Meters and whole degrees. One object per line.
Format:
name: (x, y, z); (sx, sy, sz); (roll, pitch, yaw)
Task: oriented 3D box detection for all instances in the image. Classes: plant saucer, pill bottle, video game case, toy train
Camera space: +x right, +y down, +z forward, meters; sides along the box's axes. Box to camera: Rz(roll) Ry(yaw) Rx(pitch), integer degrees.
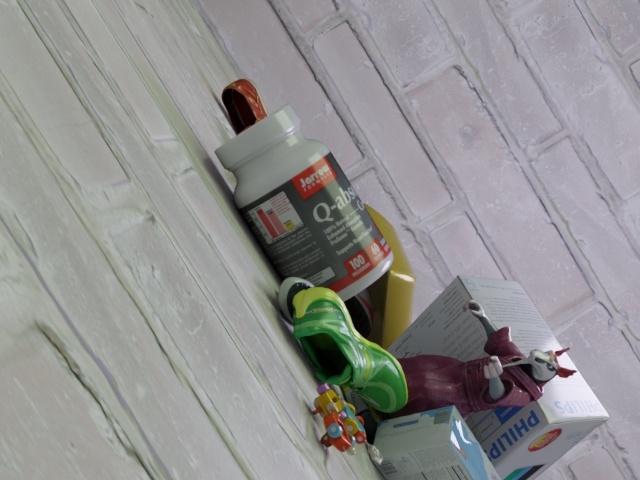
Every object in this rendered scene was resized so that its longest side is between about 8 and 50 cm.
plant saucer: (0.150, 0.128, 2.299); (0.333, 0.081, 0.333); (-105, -163, -59)
pill bottle: (-0.036, -0.061, 1.880); (0.363, 0.210, 0.210); (58, 5, -7)
video game case: (0.111, 0.346, 1.885); (0.275, 0.035, 0.248); (57, 5, -29)
toy train: (0.028, 0.276, 1.423); (0.166, 0.046, 0.125); (47, 14, -55)

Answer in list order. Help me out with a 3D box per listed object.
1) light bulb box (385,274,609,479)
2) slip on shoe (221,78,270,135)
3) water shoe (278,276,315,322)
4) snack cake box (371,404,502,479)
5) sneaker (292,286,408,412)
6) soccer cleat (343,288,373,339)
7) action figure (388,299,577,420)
light bulb box: (0.329, 0.324, 2.047); (0.225, 0.358, 0.361); (6, 45, -42)
slip on shoe: (-0.168, -0.279, 2.632); (0.101, 0.123, 0.331); (-18, 80, -52)
water shoe: (-0.044, 0.105, 1.725); (0.080, 0.073, 0.203); (30, -8, 27)
snack cake box: (0.219, 0.418, 1.722); (0.264, 0.152, 0.089); (57, 29, -28)
sneaker: (0.039, 0.207, 1.656); (0.295, 0.109, 0.123); (48, 39, -29)
soccer cleat: (0.044, 0.069, 2.208); (0.116, 0.108, 0.318); (-55, 128, -73)
action figure: (0.285, 0.276, 1.795); (0.248, 0.370, 0.276); (-59, 134, -59)
